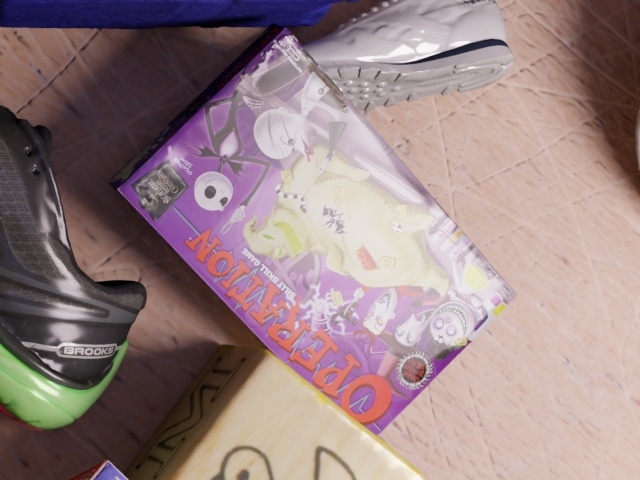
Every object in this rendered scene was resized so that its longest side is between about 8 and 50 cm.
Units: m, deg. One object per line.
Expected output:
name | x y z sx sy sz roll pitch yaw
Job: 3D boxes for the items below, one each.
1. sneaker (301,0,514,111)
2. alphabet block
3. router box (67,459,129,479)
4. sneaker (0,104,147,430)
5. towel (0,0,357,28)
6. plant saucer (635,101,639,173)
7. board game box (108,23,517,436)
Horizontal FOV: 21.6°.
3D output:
sneaker | 0.062 -0.183 1.577 0.235 0.090 0.095 -9 74 -16
alphabet block | -0.057 0.224 1.469 0.192 0.193 0.197 39 79 -12
router box | -0.146 0.356 1.384 0.335 0.301 0.082 47 52 -10
sneaker | -0.335 -0.056 1.417 0.202 0.185 0.483 -47 114 -18
towel | -0.130 -0.230 1.442 0.308 0.227 0.076 -2 90 -14
plant saucer | 0.486 -0.155 1.607 0.400 0.100 0.400 -5 130 -6
board game box | 0.000 0.000 1.520 0.208 0.056 0.347 -44 112 -2
